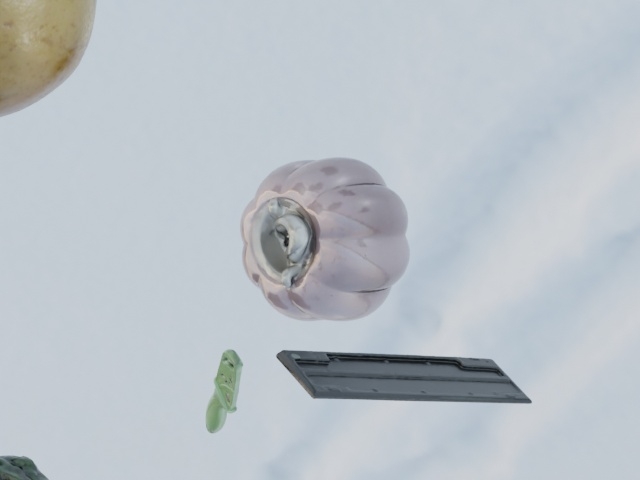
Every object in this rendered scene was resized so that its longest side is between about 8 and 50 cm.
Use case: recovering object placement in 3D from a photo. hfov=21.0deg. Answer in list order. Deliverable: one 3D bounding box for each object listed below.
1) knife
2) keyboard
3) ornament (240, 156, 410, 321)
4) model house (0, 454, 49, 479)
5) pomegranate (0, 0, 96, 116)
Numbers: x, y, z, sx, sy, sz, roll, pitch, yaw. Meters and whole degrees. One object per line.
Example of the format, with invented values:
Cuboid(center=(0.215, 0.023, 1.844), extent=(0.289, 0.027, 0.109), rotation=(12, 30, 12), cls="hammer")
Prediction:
Cuboid(center=(-0.077, 0.125, 1.364), extent=(0.030, 0.014, 0.207), rotation=(61, 163, 16), cls="knife")
Cuboid(center=(0.066, 0.105, 1.312), extent=(0.202, 0.011, 0.067), rotation=(5, -155, -32), cls="keyboard")
Cuboid(center=(0.000, 0.000, 1.781), extent=(0.177, 0.177, 0.177), rotation=(15, 150, 9), cls="ornament")
Cuboid(center=(-0.417, 0.515, 1.902), extent=(0.400, 0.445, 0.395), rotation=(31, 123, 47), cls="model house")
Cuboid(center=(-0.329, -0.247, 1.560), extent=(0.307, 0.307, 0.307), rotation=(15, 150, 9), cls="pomegranate")
